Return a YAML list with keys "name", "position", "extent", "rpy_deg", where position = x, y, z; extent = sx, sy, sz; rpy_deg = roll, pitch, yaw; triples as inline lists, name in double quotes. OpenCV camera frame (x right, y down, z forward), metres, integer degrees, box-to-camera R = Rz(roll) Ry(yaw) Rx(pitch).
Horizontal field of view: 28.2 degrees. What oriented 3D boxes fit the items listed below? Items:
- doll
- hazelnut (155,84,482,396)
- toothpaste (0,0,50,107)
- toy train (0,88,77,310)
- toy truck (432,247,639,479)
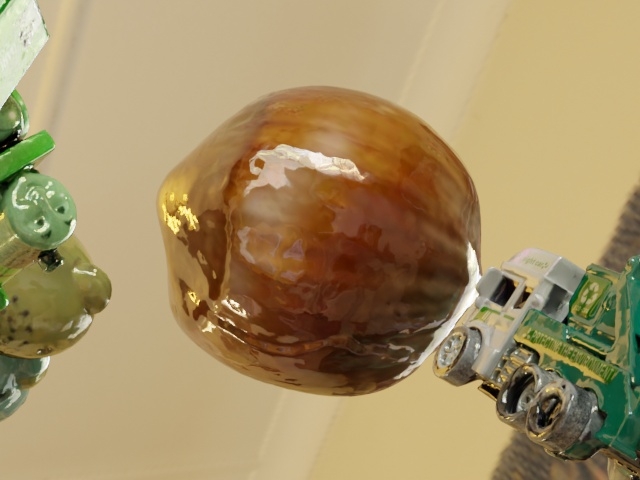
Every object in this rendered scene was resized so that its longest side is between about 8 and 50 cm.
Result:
- name: "doll"
  position: [-0.339, 0.072, 1.339]
  extent: [0.177, 0.161, 0.261]
  rpy_deg: [37, -54, -7]
- name: "hazelnut"
  position: [0.000, 0.000, 1.419]
  extent: [0.372, 0.372, 0.315]
  rpy_deg: [-46, -2, 3]
- name: "toothpaste"
  position: [-0.224, -0.024, 0.594]
  extent: [0.050, 0.065, 0.267]
  rpy_deg: [81, -149, -57]
- name: "toy train"
  position: [-0.227, -0.002, 0.763]
  extent: [0.085, 0.119, 0.251]
  rpy_deg: [-39, 6, -41]
- name: "toy truck"
  position: [0.159, 0.067, 0.713]
  extent: [0.110, 0.216, 0.116]
  rpy_deg: [31, -91, -18]
